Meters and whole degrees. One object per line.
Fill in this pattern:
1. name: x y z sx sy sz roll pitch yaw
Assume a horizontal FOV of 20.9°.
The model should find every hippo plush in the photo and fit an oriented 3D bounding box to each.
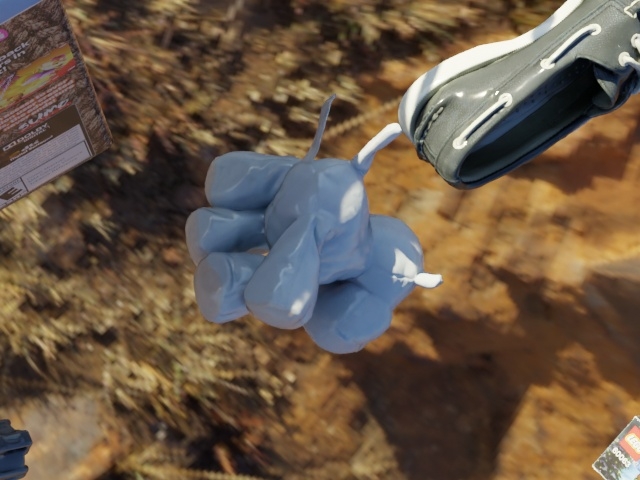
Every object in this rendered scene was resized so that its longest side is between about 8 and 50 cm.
1. hippo plush: 0.000 0.000 2.037 0.236 0.234 0.294 34 87 -47

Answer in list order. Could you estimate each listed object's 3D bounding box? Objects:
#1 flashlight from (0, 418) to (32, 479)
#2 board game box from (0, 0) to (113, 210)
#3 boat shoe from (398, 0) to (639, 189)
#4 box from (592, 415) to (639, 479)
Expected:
1. flashlight: -0.470 0.265 1.901 0.304 0.103 0.103 -8 116 -46
2. board game box: -0.262 -0.093 0.963 0.232 0.291 0.141 -31 78 -8
3. boat shoe: 0.214 -0.138 1.427 0.303 0.091 0.114 -32 141 -1
4. box: 0.284 0.173 1.078 0.044 0.159 0.233 -52 153 21
